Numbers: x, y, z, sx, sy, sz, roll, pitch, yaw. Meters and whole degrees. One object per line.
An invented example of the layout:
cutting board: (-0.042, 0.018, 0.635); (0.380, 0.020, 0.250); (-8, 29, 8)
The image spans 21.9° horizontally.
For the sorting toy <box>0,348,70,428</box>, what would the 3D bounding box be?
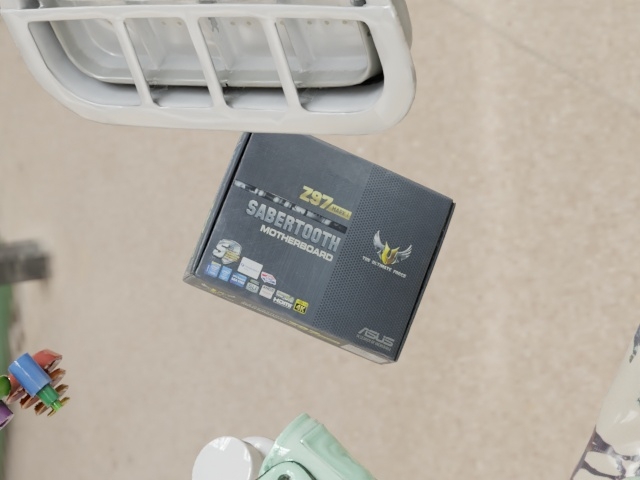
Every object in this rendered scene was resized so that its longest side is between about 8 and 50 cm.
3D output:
sorting toy: (-0.195, 0.106, 1.086); (0.042, 0.102, 0.061); (48, 127, 5)

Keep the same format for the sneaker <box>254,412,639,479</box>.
sneaker: (0.051, 0.146, 0.866); (0.151, 0.256, 0.094); (64, -170, 2)

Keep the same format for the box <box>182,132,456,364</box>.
box: (0.000, 0.000, 1.687); (0.183, 0.233, 0.059); (-68, 12, -13)

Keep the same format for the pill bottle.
pill bottle: (-0.033, 0.167, 1.110); (0.065, 0.116, 0.065); (-13, 64, 29)

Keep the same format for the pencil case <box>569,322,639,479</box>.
pencil case: (0.408, 0.155, 1.750); (0.183, 0.160, 0.410); (24, 89, 26)

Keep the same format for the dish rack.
dish rack: (-0.091, -0.213, 0.954); (0.285, 0.072, 0.333); (5, 134, 31)
